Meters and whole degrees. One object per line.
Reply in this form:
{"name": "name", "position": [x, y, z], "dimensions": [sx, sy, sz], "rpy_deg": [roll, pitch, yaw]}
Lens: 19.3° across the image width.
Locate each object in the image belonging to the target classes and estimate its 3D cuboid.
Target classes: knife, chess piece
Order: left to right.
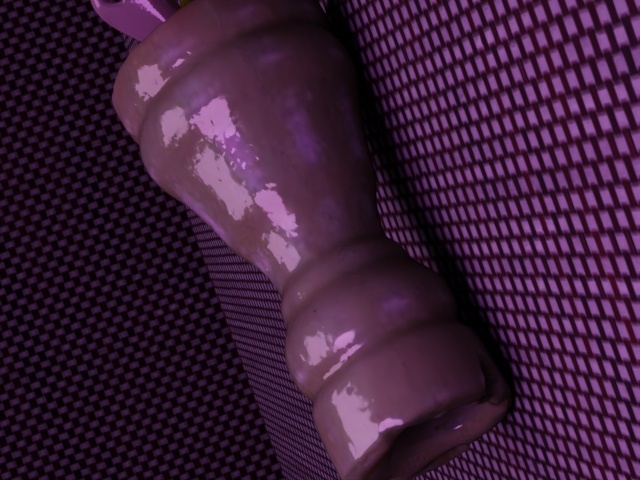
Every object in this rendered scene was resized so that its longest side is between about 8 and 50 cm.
{"name": "knife", "position": [-0.085, -0.177, 1.900], "dimensions": [0.336, 0.081, 0.043], "rpy_deg": [35, -153, -1]}
{"name": "chess piece", "position": [0.000, 0.000, 1.699], "dimensions": [0.442, 0.234, 0.234], "rpy_deg": [61, 168, 20]}

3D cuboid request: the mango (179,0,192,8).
{"name": "mango", "position": [-0.088, -0.172, 2.004], "dimensions": [0.175, 0.143, 0.293], "rpy_deg": [36, 143, 30]}
